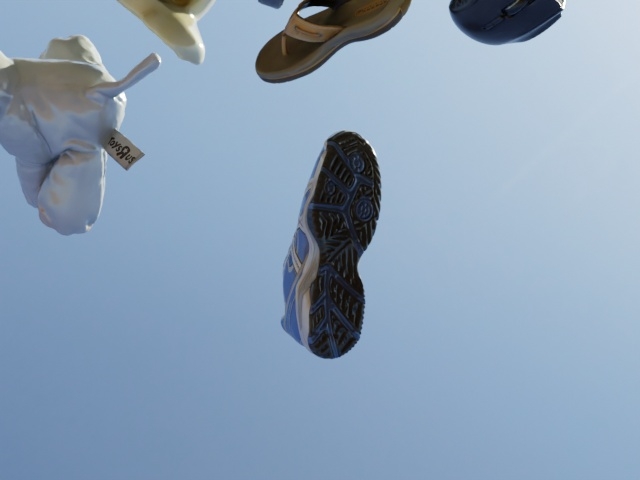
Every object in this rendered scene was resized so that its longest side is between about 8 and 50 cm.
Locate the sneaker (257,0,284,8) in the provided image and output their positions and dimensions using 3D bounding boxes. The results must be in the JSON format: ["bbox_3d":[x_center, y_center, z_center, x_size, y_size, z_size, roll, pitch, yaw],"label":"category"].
[{"bbox_3d":[-0.076,-0.350,0.978,0.131,0.319,0.112,11,-115,1],"label":"sneaker"}]

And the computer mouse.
[{"bbox_3d":[0.159,-0.177,0.700,0.071,0.242,0.041,37,-104,-15],"label":"computer mouse"}]

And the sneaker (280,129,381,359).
[{"bbox_3d":[0.000,0.000,0.934,0.080,0.211,0.081,12,178,-34],"label":"sneaker"}]

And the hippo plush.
[{"bbox_3d":[-0.357,-0.131,1.133,0.236,0.234,0.294,7,-169,-30],"label":"hippo plush"}]

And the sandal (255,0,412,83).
[{"bbox_3d":[0.005,-0.204,0.934,0.180,0.049,0.072,-18,-133,37],"label":"sandal"}]

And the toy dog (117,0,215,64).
[{"bbox_3d":[-0.126,-0.468,1.210,0.284,0.408,0.395,40,-167,-16],"label":"toy dog"}]
